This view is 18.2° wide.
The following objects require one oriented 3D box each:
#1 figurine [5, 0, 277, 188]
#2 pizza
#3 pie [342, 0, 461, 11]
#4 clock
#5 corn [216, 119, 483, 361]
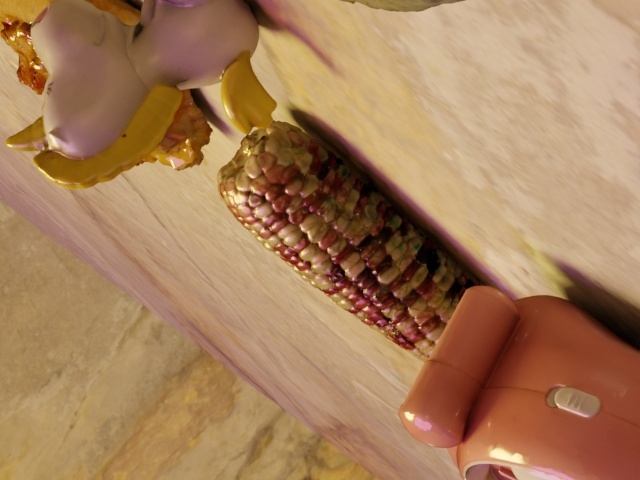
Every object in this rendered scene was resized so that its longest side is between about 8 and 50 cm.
[{"bbox_3d":[-0.123,-0.108,1.278,0.109,0.178,0.130,89,157,-71],"label":"figurine"},{"bbox_3d":[-0.177,-0.129,1.630,0.229,0.081,0.289,44,168,-28],"label":"pizza"},{"bbox_3d":[-0.044,-0.206,0.836,0.302,0.067,0.302,38,169,9],"label":"pie"},{"bbox_3d":[0.207,0.139,1.294,0.241,0.142,0.227,20,161,37],"label":"clock"},{"bbox_3d":[0.035,0.012,1.465,0.253,0.086,0.086,39,171,-13],"label":"corn"}]
